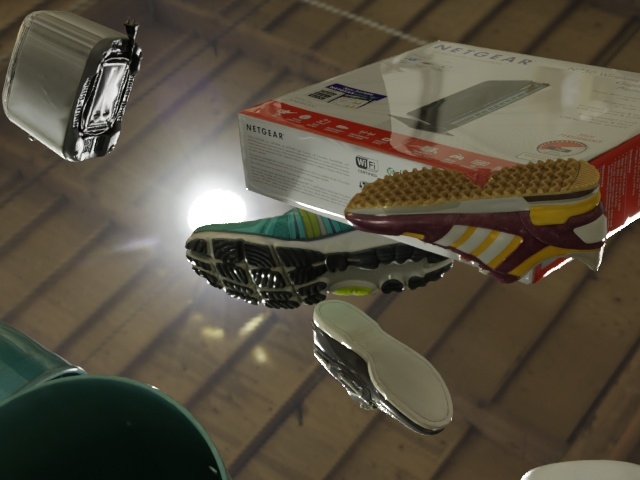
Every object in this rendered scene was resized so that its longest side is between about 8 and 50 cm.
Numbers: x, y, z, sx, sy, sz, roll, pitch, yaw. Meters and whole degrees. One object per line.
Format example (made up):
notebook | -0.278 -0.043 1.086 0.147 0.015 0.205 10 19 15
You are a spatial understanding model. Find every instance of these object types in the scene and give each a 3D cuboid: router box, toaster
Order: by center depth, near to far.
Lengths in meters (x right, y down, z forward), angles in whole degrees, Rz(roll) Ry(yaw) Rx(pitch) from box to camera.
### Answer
router box | 0.145 -0.093 1.003 0.336 0.082 0.301 19 -146 41
toaster | -0.357 -0.234 1.547 0.147 0.226 0.129 27 -158 16

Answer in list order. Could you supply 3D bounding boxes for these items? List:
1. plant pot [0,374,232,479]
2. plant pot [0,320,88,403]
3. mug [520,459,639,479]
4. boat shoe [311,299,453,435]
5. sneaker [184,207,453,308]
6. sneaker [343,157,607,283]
plant pot | -0.189 0.301 0.986 0.293 0.235 0.292 -6 -120 10
plant pot | -0.508 0.212 1.500 0.255 0.271 0.271 36 -121 15
mug | 0.310 0.441 1.327 0.374 0.276 0.327 20 -121 -33
boat shoe | 0.060 0.142 1.125 0.075 0.064 0.206 -12 -141 -36
sneaker | 0.000 0.000 1.111 0.276 0.107 0.110 -3 -131 2
sneaker | 0.108 -0.006 0.770 0.186 0.083 0.069 -2 -153 23
